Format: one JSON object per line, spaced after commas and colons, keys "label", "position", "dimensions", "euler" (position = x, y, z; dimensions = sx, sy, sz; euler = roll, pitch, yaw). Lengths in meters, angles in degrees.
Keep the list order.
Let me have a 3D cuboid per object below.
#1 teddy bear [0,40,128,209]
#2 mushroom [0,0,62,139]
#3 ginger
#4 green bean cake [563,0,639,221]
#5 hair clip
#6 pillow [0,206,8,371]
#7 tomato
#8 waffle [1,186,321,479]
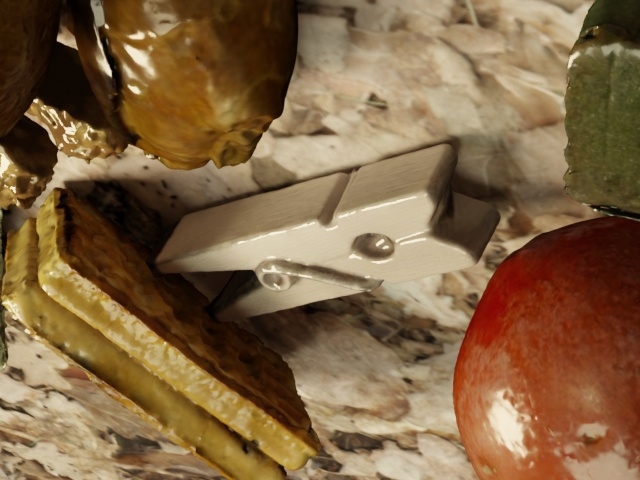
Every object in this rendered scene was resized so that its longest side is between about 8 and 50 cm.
{"label": "teddy bear", "position": [-0.332, -0.101, 1.319], "dimensions": [0.296, 0.246, 0.222], "euler": [43, 124, 9]}
{"label": "mushroom", "position": [-0.289, -0.230, 1.081], "dimensions": [0.345, 0.239, 0.345], "euler": [24, 140, 22]}
{"label": "ginger", "position": [-0.098, -0.148, 1.175], "dimensions": [0.165, 0.172, 0.321], "euler": [-13, 145, -14]}
{"label": "green bean cake", "position": [0.260, -0.091, 1.101], "dimensions": [0.173, 0.094, 0.181], "euler": [13, 144, 16]}
{"label": "hair clip", "position": [-0.002, 0.003, 1.380], "dimensions": [0.331, 0.085, 0.101], "euler": [-12, 123, 44]}
{"label": "pillow", "position": [-0.431, 0.010, 1.592], "dimensions": [0.283, 0.138, 0.310], "euler": [17, 141, 9]}
{"label": "tomato", "position": [0.225, 0.104, 1.232], "dimensions": [0.265, 0.265, 0.265], "euler": [16, 144, 12]}
{"label": "waffle", "position": [-0.150, 0.091, 1.484], "dimensions": [0.308, 0.213, 0.091], "euler": [41, 97, -20]}
